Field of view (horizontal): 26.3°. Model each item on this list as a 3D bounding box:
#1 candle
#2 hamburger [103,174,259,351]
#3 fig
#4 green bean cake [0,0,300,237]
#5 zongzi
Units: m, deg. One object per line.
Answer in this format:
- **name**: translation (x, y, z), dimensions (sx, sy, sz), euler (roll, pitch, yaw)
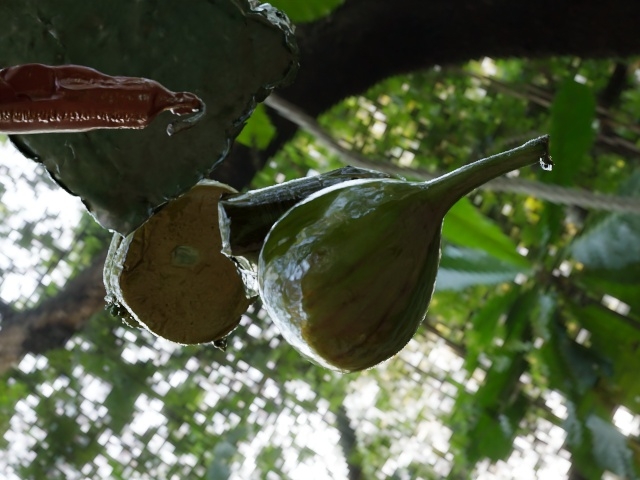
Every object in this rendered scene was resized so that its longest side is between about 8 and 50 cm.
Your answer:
- **candle**: translation (-0.159, -0.097, 0.960), dimensions (0.162, 0.048, 0.053), euler (-1, -71, -15)
- **hamburger**: translation (-0.155, 0.014, 1.604), dimensions (0.189, 0.122, 0.215), euler (14, -79, -28)
- **fig**: translation (0.068, 0.002, 1.085), dimensions (0.259, 0.151, 0.151), euler (-33, -18, 27)
- **green bean cake**: translation (-0.172, -0.162, 1.192), dimensions (0.241, 0.255, 0.132), euler (-49, 7, 6)
- **zongzi**: translation (0.000, 0.000, 1.367), dimensions (0.187, 0.084, 0.184), euler (-11, -27, 0)
